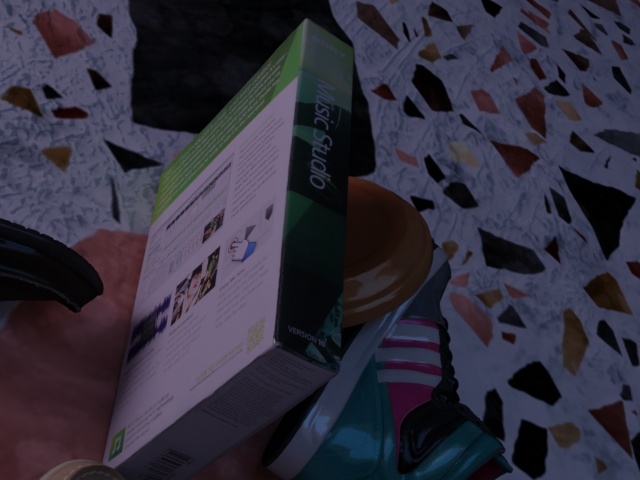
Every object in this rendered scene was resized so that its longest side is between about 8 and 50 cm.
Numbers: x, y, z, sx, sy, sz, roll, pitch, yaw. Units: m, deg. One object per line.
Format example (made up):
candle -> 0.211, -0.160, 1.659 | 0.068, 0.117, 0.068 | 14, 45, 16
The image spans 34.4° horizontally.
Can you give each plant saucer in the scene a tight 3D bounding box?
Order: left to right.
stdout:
plant saucer -> 0.000, 0.000, 0.920 | 0.200, 0.037, 0.200 | -3, 38, 2

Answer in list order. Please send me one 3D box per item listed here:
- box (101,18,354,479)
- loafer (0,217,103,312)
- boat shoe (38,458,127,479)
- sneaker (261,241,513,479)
box -> -0.067, 0.009, 0.796 | 0.059, 0.232, 0.321 | 27, 45, -26
loafer -> -0.269, 0.015, 0.761 | 0.220, 0.080, 0.078 | 23, 78, -25
boat shoe -> -0.158, 0.260, 0.620 | 0.109, 0.098, 0.302 | 28, 44, -19
sneaker -> 0.092, 0.138, 0.900 | 0.178, 0.124, 0.295 | 39, 47, -1
